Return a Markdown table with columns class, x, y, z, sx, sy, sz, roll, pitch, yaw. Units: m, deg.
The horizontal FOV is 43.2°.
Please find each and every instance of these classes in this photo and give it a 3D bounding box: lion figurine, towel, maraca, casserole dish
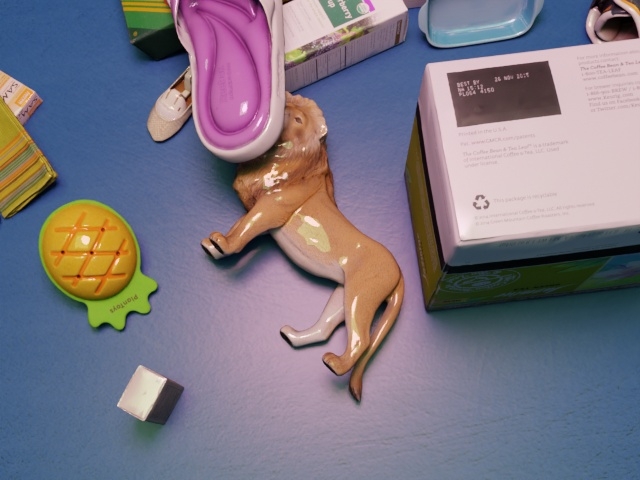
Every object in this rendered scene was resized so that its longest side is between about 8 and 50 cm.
| class | x | y | z | sx | sy | sz | roll | pitch | yaw |
| --- | --- | --- | --- | --- | --- | --- | --- | --- | --- |
| lion figurine | 0.000 | 0.000 | 1.102 | 0.240 | 0.142 | 0.392 | -40 | 91 | -18 |
| towel | -0.486 | -0.153 | 1.173 | 0.102 | 0.021 | 0.237 | -39 | 83 | 8 |
| maraca | -0.303 | 0.033 | 1.105 | 0.127 | 0.099 | 0.185 | -33 | 100 | -12 |
| casserole dish | 0.235 | -0.350 | 1.202 | 0.188 | 0.114 | 0.037 | -9 | 46 | -2 |

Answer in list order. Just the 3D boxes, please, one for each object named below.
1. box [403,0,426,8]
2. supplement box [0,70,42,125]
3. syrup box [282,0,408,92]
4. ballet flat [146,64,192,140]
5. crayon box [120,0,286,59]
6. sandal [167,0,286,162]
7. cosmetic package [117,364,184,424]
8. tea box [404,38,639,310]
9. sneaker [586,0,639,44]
| class | x | y | z | sx | sy | sz | roll | pitch | yaw |
| --- | --- | --- | --- | --- | --- | --- | --- | --- | --- |
| box | 0.215 | -0.438 | 1.224 | 0.203 | 0.103 | 0.114 | -7 | 74 | -1 |
| supplement box | -0.477 | -0.215 | 1.209 | 0.098 | 0.036 | 0.062 | 30 | 78 | 9 |
| syrup box | 0.004 | -0.306 | 1.195 | 0.237 | 0.096 | 0.093 | -26 | 74 | -5 |
| ballet flat | -0.204 | -0.223 | 1.197 | 0.057 | 0.052 | 0.168 | 33 | 77 | 10 |
| crayon box | -0.148 | -0.424 | 1.184 | 0.319 | 0.081 | 0.202 | -20 | 75 | 16 |
| sandal | -0.132 | -0.307 | 1.055 | 0.169 | 0.102 | 0.416 | -21 | 72 | 15 |
| cosmetic package | -0.217 | 0.200 | 1.040 | 0.041 | 0.115 | 0.060 | 26 | 75 | 8 |
| tea box | 0.289 | -0.066 | 0.999 | 0.329 | 0.323 | 0.220 | -7 | 73 | 0 |
| sneaker | 0.466 | -0.372 | 1.188 | 0.127 | 0.126 | 0.321 | 0 | 75 | -5 |
